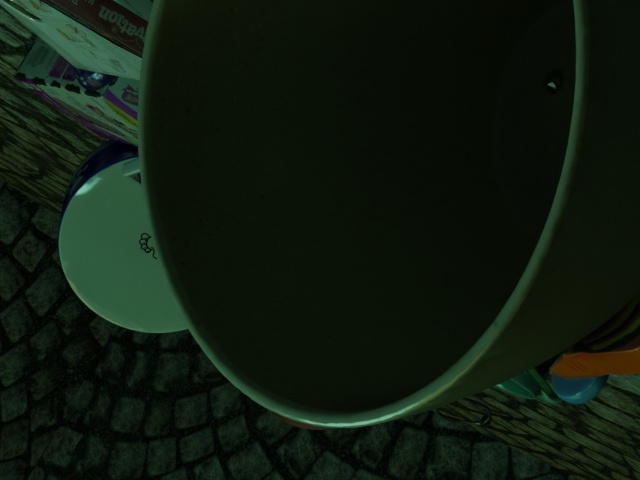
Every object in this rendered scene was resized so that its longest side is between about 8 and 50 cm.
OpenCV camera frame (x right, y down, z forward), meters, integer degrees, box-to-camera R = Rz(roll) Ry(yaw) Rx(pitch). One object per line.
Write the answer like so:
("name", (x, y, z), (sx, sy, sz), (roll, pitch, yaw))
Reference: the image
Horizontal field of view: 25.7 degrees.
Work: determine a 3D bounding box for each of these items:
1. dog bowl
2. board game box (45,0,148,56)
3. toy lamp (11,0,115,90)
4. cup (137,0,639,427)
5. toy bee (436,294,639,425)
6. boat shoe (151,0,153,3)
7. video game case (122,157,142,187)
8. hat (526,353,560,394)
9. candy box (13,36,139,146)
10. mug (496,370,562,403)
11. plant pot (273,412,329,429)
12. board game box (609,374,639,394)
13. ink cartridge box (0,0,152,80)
("dog bowl", (-0.220, -0.012, 1.895), (0.265, 0.265, 0.104), (32, -163, -16))
("board game box", (-0.223, -0.203, 1.044), (0.281, 0.027, 0.145), (29, -179, -39))
("toy lamp", (-0.324, -0.260, 1.519), (0.080, 0.080, 0.274), (19, 168, 44))
("cup", (0.089, -0.070, 0.770), (0.237, 0.331, 0.331), (3, -170, -40))
("toy bee", (0.255, 0.089, 1.550), (0.298, 0.162, 0.195), (-6, 144, 28))
("boat shoe", (-0.039, -0.178, 1.118), (0.277, 0.098, 0.096), (44, 127, -15))
("video game case", (-0.116, -0.078, 1.723), (0.190, 0.022, 0.173), (-16, 150, 29))
("hat", (0.244, 0.038, 1.409), (0.208, 0.183, 0.173), (48, -178, 19))
("candy box", (-0.259, -0.180, 1.757), (0.159, 0.071, 0.233), (36, 167, -38))
("mug", (0.259, 0.146, 1.882), (0.129, 0.097, 0.157), (17, 166, 47))
("plant pot", (-0.020, 0.105, 2.053), (0.275, 0.275, 0.243), (20, 157, 41))
("board game box", (0.404, 0.169, 1.801), (0.154, 0.026, 0.103), (30, 170, -7))
("ink cartridge box", (-0.237, -0.247, 1.368), (0.261, 0.066, 0.296), (21, 167, 40))
